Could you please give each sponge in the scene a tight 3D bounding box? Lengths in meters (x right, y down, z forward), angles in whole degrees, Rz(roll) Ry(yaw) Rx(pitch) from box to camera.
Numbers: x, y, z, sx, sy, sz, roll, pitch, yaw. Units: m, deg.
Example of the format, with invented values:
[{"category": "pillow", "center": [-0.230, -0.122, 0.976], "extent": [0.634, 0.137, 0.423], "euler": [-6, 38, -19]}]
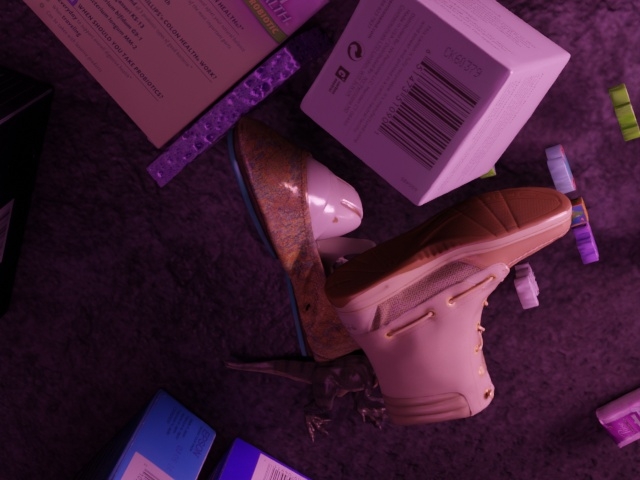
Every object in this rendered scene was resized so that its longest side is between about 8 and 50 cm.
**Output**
[{"category": "sponge", "center": [-0.085, -0.142, 0.984], "extent": [0.210, 0.117, 0.031], "euler": [-35, 98, 26]}]

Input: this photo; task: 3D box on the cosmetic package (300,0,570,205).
[{"category": "cosmetic package", "center": [0.111, -0.150, 0.879], "extent": [0.151, 0.184, 0.151], "euler": [41, 119, 14]}]

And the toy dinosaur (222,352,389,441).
[{"category": "toy dinosaur", "center": [0.017, 0.186, 1.154], "extent": [0.268, 0.064, 0.118], "euler": [-4, 121, 27]}]

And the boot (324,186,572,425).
[{"category": "boot", "center": [0.159, 0.074, 0.982], "extent": [0.262, 0.095, 0.203], "euler": [-26, 116, -1]}]

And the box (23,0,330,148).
[{"category": "box", "center": [-0.137, -0.257, 0.941], "extent": [0.243, 0.117, 0.213], "euler": [-36, 103, 26]}]

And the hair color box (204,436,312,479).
[{"category": "hair color box", "center": [-0.127, 0.450, 1.290], "extent": [0.185, 0.110, 0.338], "euler": [31, 120, -4]}]

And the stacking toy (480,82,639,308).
[{"category": "stacking toy", "center": [0.269, -0.041, 0.994], "extent": [0.167, 0.052, 0.221], "euler": [-16, 108, 20]}]

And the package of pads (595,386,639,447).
[{"category": "package of pads", "center": [0.371, 0.203, 1.097], "extent": [0.083, 0.032, 0.050], "euler": [-34, 101, 25]}]

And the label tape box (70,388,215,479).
[{"category": "label tape box", "center": [-0.300, 0.381, 1.221], "extent": [0.106, 0.240, 0.334], "euler": [40, 118, -10]}]

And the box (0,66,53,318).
[{"category": "box", "center": [-0.519, -0.062, 1.088], "extent": [0.313, 0.179, 0.343], "euler": [22, 118, 0]}]

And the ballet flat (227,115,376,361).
[{"category": "ballet flat", "center": [0.000, 0.000, 1.006], "extent": [0.123, 0.123, 0.348], "euler": [-4, 134, 15]}]
